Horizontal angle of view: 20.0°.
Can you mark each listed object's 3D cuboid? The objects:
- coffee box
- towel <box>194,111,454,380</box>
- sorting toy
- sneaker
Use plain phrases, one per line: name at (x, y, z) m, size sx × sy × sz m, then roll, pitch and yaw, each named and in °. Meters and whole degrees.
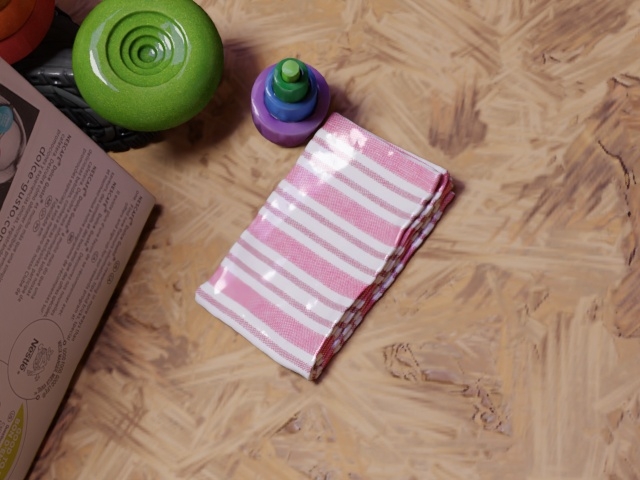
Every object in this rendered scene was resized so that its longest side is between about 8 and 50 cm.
coffee box at (-0.403, 0.012, 1.454) m, size 0.337 × 0.334 × 0.338 m, roll 12°, pitch 71°, yaw 33°
towel at (0.000, 0.000, 1.430) m, size 0.144 × 0.029 × 0.197 m, roll 31°, pitch 80°, yaw 39°
sorting toy at (-0.165, -0.174, 1.464) m, size 0.365 × 0.126 × 0.127 m, roll 19°, pitch 75°, yaw 4°
sneaker at (-0.240, -0.159, 1.621) m, size 0.286 × 0.109 × 0.130 m, roll 6°, pitch 56°, yaw 28°
